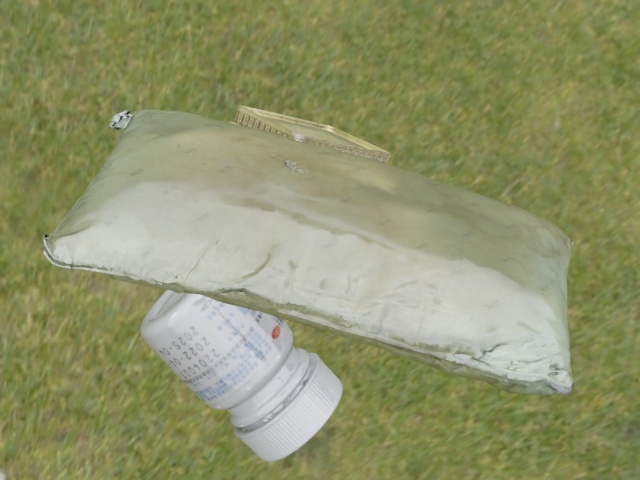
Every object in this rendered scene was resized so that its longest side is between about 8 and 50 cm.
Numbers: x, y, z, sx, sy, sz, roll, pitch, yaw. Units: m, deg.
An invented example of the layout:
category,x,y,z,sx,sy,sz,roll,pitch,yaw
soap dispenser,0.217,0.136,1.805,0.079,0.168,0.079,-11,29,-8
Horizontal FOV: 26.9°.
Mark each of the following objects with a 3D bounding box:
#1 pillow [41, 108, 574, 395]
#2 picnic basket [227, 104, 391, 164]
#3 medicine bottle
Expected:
category,x,y,z,sx,sy,sz,roll,pitch,yaw
pillow,0.000,0.000,0.776,0.302,0.075,0.185,15,31,3
picnic basket,-0.017,-0.080,1.418,0.164,0.115,0.079,9,105,-43
medicine bottle,-0.070,0.104,1.186,0.168,0.105,0.105,48,63,-15
